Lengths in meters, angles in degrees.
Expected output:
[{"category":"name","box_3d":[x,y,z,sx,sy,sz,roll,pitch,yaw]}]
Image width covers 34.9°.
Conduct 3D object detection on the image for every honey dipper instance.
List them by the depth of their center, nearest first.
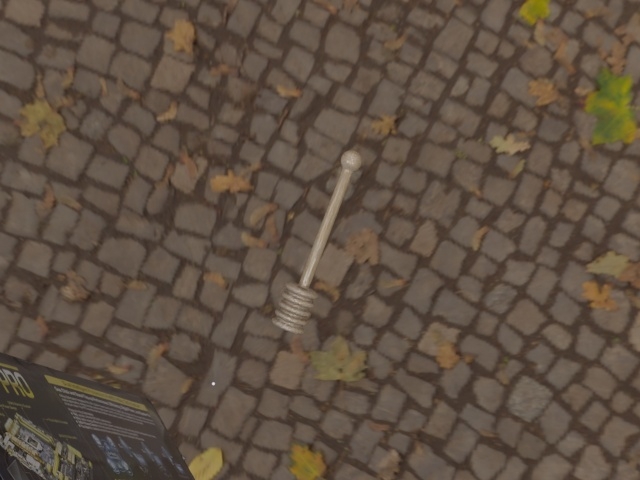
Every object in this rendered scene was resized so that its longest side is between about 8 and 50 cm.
[{"category":"honey dipper","box_3d":[0.000,0.000,0.855,0.031,0.030,0.160,21,96,-3]}]

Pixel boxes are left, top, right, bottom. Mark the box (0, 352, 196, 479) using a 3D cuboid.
[{"category":"box","box_3d":[-0.153,0.242,0.742,0.097,0.395,0.318,-34,71,1]}]
